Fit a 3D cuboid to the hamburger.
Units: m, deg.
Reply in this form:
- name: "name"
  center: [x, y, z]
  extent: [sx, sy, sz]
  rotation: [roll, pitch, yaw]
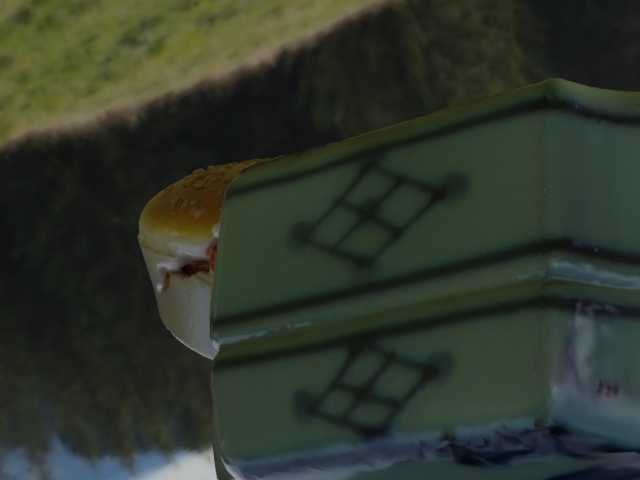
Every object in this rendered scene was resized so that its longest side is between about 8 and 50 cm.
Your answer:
- name: "hamburger"
  center: [0.000, 0.000, 1.344]
  extent: [0.295, 0.151, 0.227]
  rotation: [-14, -153, -36]

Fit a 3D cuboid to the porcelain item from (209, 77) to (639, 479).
- name: "porcelain item"
  center: [0.111, 0.057, 0.755]
  extent: [0.281, 0.157, 0.286]
  rotation: [-14, 155, 39]
